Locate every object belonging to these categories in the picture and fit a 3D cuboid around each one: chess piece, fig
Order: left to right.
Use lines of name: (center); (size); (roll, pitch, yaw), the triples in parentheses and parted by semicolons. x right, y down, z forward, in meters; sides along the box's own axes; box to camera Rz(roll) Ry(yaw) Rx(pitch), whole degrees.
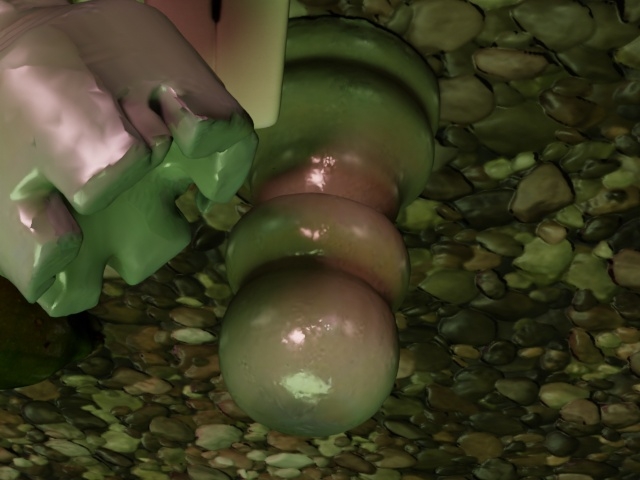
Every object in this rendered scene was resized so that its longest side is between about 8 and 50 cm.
chess piece: (-0.164, -0.114, 0.538); (0.299, 0.194, 0.195); (48, 143, 15)
fig: (-0.236, 0.073, 0.974); (0.117, 0.117, 0.177); (-20, 144, 32)
chess piece: (0.000, 0.000, 0.713); (0.133, 0.243, 0.133); (4, 142, 3)

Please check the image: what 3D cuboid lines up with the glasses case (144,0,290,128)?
glasses case: (-0.041, -0.198, 0.559); (0.070, 0.131, 0.313); (4, 142, -3)
